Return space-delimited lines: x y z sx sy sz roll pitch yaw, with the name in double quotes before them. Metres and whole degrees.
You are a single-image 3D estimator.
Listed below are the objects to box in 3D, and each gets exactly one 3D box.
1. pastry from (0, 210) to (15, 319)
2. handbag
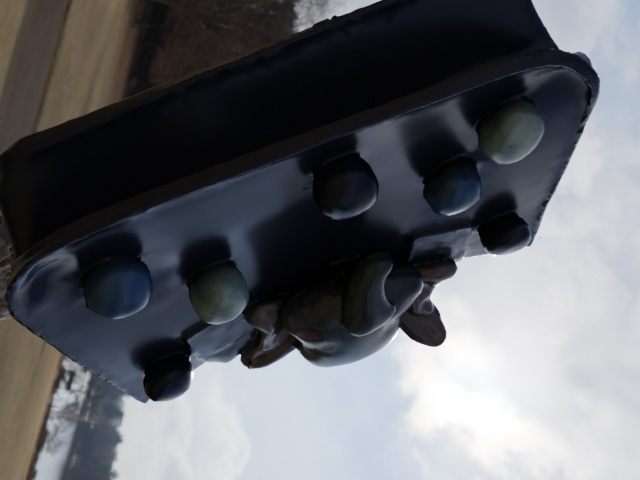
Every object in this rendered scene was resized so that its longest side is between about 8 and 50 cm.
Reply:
"pastry" -0.319 0.019 0.606 0.081 0.153 0.153 59 -43 44
"handbag" 0.000 0.000 0.433 0.269 0.325 0.119 73 -5 -60
